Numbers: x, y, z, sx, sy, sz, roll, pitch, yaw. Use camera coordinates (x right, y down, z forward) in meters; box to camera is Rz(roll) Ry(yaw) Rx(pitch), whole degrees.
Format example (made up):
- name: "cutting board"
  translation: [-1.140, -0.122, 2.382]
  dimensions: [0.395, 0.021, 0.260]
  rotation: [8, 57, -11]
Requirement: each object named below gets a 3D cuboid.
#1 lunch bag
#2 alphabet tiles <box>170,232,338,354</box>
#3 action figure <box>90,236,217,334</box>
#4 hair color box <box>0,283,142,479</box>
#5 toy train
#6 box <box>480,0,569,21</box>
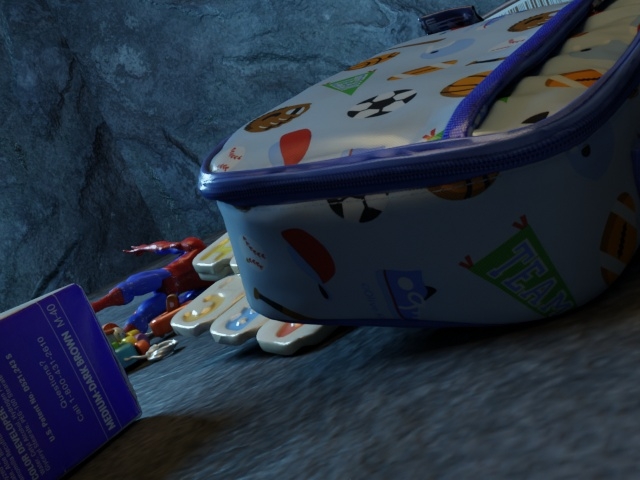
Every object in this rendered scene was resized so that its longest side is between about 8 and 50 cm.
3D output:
- name: "lunch bag"
  translation: [0.096, -0.065, 0.473]
  dimensions: [0.243, 0.115, 0.303]
  rotation: [-6, 25, 37]
- name: "alphabet tiles"
  translation: [0.021, -0.011, 0.625]
  dimensions: [0.278, 0.021, 0.284]
  rotation: [-40, 25, -32]
- name: "action figure"
  translation: [-0.231, 0.066, 1.007]
  dimensions: [0.139, 0.091, 0.280]
  rotation: [-11, 12, 32]
- name: "hair color box"
  translation: [-0.275, 0.144, 0.416]
  dimensions: [0.185, 0.110, 0.339]
  rotation: [-21, 8, 28]
- name: "toy train"
  translation: [-0.179, 0.090, 0.806]
  dimensions: [0.125, 0.046, 0.166]
  rotation: [-25, 5, 4]
- name: "box"
  translation: [0.300, -0.209, 0.865]
  dimensions: [0.203, 0.167, 0.168]
  rotation: [-29, 6, -35]
